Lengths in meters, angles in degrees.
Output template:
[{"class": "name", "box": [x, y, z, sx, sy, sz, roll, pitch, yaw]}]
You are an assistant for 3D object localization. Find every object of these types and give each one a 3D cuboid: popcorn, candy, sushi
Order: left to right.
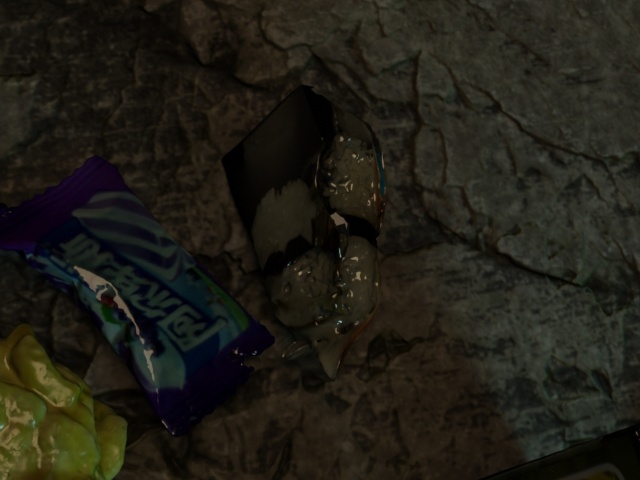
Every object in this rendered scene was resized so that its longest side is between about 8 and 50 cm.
[{"class": "popcorn", "box": [-0.253, 0.193, 0.896, 0.216, 0.181, 0.235, 29, 72, -7]}, {"class": "candy", "box": [-0.174, 0.041, 1.030, 0.275, 0.070, 0.145, 46, 59, 4]}, {"class": "sushi", "box": [0.014, 0.002, 1.074, 0.109, 0.134, 0.273, 3, 62, -44]}]

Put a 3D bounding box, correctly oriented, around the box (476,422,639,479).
[{"class": "box", "box": [0.262, 0.338, 0.866, 0.138, 0.420, 0.373, -13, 75, -20]}]
